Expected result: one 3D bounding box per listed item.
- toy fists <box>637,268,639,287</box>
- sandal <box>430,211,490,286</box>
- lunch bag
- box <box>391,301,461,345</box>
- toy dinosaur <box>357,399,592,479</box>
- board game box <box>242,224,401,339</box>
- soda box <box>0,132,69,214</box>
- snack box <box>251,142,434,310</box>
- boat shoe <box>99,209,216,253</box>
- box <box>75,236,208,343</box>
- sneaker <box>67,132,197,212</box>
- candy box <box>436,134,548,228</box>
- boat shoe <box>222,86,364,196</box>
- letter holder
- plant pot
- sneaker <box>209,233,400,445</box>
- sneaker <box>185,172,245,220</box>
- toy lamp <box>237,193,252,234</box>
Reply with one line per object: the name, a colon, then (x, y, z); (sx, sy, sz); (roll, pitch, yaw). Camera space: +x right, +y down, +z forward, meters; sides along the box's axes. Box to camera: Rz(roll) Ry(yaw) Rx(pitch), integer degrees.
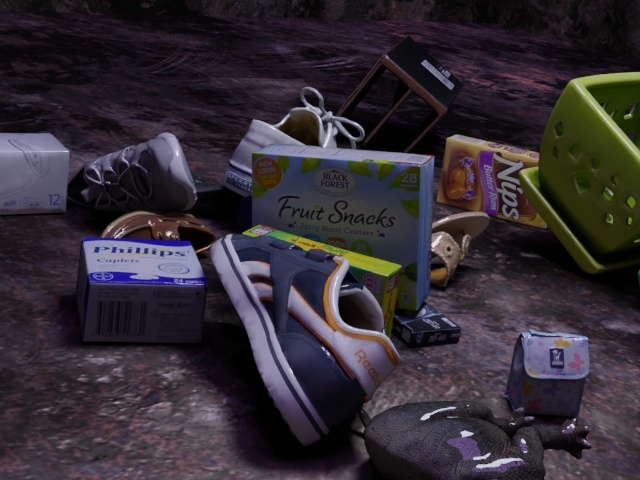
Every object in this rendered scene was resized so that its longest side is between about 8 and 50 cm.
toy fists: (0.545, 0.073, 1.447); (0.279, 0.096, 0.142); (16, 10, 27)
sandal: (0.132, 0.030, 1.470); (0.240, 0.088, 0.079); (-11, 57, -28)
lunch bag: (0.230, 0.133, 1.151); (0.071, 0.083, 0.053); (6, 18, -8)
box: (0.112, 0.095, 1.316); (0.067, 0.018, 0.083); (-3, 21, -27)
toy dinosaur: (0.111, 0.175, 0.928); (0.160, 0.121, 0.313); (10, 18, -38)
board game box: (-0.005, 0.052, 1.281); (0.181, 0.092, 0.043); (16, 21, 23)
soda box: (-0.483, -0.088, 1.500); (0.286, 0.091, 0.098); (-2, 22, -27)
snack box: (0.025, -0.019, 1.337); (0.207, 0.174, 0.070); (6, 17, 18)
boat shoe: (-0.198, -0.001, 1.401); (0.060, 0.064, 0.178); (20, 19, 31)
box: (-0.196, 0.052, 1.234); (0.126, 0.072, 0.137); (3, 19, -17)
sneaker: (-0.255, -0.070, 1.506); (0.115, 0.105, 0.281); (-23, 8, -30)
candy box: (0.285, -0.095, 1.805); (0.187, 0.109, 0.053); (14, 19, 21)
boat shoe: (-0.019, -0.146, 1.690); (0.136, 0.156, 0.367); (26, 13, 22)
letter holder: (0.134, -0.245, 2.170); (0.152, 0.214, 0.302); (41, 20, -2)
plant pot: (0.435, -0.086, 1.612); (0.227, 0.207, 0.228); (-9, 53, -38)
sneaker: (-0.014, 0.071, 1.127); (0.127, 0.126, 0.321); (-32, 33, -1)
sneaker: (-0.173, -0.069, 1.632); (0.170, 0.051, 0.089); (3, 24, -5)
toy lamp: (0.012, -0.047, 1.571); (0.080, 0.080, 0.275); (23, 25, 38)
